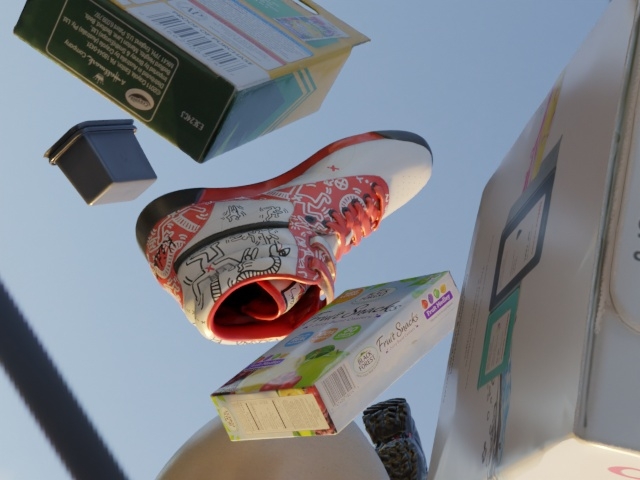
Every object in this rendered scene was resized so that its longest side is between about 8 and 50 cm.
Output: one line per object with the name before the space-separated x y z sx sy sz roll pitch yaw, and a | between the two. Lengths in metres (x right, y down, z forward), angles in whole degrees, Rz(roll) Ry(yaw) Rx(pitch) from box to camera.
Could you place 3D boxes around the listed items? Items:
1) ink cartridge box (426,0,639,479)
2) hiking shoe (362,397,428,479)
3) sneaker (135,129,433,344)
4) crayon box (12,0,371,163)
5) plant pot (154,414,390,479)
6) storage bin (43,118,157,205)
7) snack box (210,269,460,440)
ink cartridge box | 0.179 0.039 0.577 0.270 0.198 0.197 112 -9 -71
hiking shoe | 0.102 0.294 1.598 0.227 0.086 0.114 -83 149 -58
sneaker | -0.001 0.001 1.057 0.145 0.270 0.090 52 -30 43
crayon box | -0.104 -0.187 1.212 0.203 0.323 0.083 35 -65 10
plant pot | -0.040 0.267 1.334 0.284 0.284 0.191 123 -15 -47
storage bin | -0.285 -0.095 1.719 0.098 0.135 0.091 -38 -102 24
snack box | 0.013 0.072 0.817 0.100 0.141 0.037 -11 -72 48
